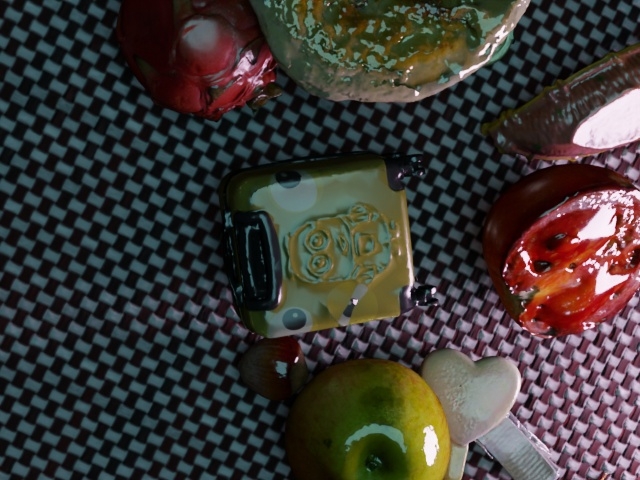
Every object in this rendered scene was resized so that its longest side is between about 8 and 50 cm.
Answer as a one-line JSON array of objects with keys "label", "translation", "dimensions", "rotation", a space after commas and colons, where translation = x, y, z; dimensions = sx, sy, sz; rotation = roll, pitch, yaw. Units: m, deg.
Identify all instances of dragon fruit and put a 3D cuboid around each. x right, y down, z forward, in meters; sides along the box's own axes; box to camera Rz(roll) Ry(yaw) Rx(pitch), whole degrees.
[{"label": "dragon fruit", "translation": [-0.132, -0.223, 1.483], "dimensions": [0.172, 0.172, 0.209], "rotation": [-32, 93, -9]}]

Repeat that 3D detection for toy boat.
[{"label": "toy boat", "translation": [0.351, -0.171, 1.657], "dimensions": [0.318, 0.099, 0.141], "rotation": [-25, 130, -10]}]

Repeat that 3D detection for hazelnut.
[{"label": "hazelnut", "translation": [-0.055, 0.147, 1.592], "dimensions": [0.086, 0.086, 0.086], "rotation": [-2, 97, -15]}]

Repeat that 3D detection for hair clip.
[{"label": "hair clip", "translation": [0.194, 0.225, 1.675], "dimensions": [0.159, 0.071, 0.218], "rotation": [-43, 101, -4]}]

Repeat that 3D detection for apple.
[{"label": "apple", "translation": [0.057, 0.230, 1.579], "dimensions": [0.196, 0.196, 0.196], "rotation": [-2, 97, -15]}]

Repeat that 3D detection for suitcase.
[{"label": "suitcase", "translation": [0.000, 0.000, 1.553], "dimensions": [0.234, 0.143, 0.194], "rotation": [-9, 99, -15]}]

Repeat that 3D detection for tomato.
[{"label": "tomato", "translation": [0.283, -0.008, 1.632], "dimensions": [0.200, 0.140, 0.233], "rotation": [-25, 136, -4]}]

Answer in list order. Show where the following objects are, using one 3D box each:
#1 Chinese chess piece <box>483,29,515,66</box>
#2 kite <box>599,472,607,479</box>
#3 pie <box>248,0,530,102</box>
[{"label": "Chinese chess piece", "translation": [0.187, -0.246, 1.630], "dimensions": [0.084, 0.034, 0.084], "rotation": [-2, 97, -14]}, {"label": "kite", "translation": [0.271, 0.368, 1.720], "dimensions": [0.222, 0.008, 0.125], "rotation": [-11, 121, -33]}, {"label": "pie", "translation": [0.072, -0.303, 1.444], "dimensions": [0.339, 0.077, 0.339], "rotation": [0, 89, -18]}]
